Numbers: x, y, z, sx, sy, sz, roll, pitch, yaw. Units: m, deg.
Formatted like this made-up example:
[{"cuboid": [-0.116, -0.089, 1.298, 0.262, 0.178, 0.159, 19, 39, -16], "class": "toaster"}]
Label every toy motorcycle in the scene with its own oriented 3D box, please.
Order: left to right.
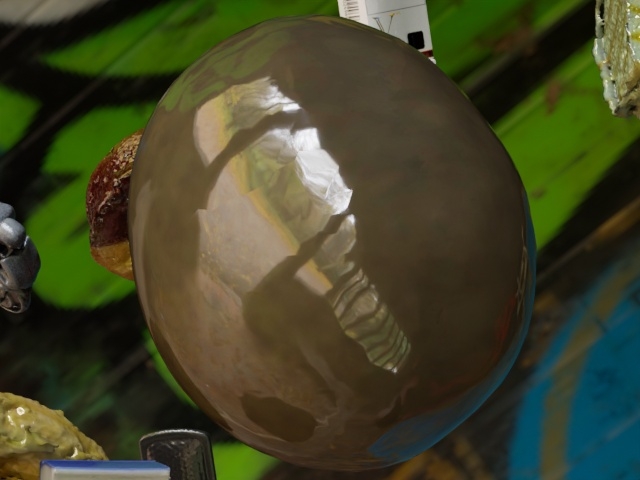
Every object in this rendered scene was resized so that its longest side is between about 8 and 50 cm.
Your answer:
[{"cuboid": [-0.330, -0.011, 1.690, 0.193, 0.124, 0.061, 54, 55, -15], "class": "toy motorcycle"}]

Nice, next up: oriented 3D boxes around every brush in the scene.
[{"cuboid": [-0.114, 0.250, 1.512, 0.016, 0.063, 0.193, -75, 160, -66], "class": "brush"}]

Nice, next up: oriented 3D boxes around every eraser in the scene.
[{"cuboid": [-0.154, 0.172, 1.247, 0.063, 0.085, 0.027, 172, -79, -73], "class": "eraser"}]

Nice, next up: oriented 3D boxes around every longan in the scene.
[{"cuboid": [0.000, 0.000, 0.935, 0.248, 0.248, 0.248, 48, 12, -14], "class": "longan"}]

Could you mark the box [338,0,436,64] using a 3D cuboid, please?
[{"cuboid": [0.059, -0.193, 1.596, 0.084, 0.040, 0.154, -18, 102, -45], "class": "box"}]

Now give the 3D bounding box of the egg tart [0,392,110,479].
[{"cuboid": [-0.279, 0.232, 1.323, 0.288, 0.288, 0.118, 44, 1, -31], "class": "egg tart"}]

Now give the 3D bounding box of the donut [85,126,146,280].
[{"cuboid": [-0.110, -0.029, 1.304, 0.140, 0.140, 0.059, 38, 18, -47], "class": "donut"}]

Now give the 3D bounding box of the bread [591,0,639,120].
[{"cuboid": [0.300, -0.176, 1.523, 0.103, 0.110, 0.156, 90, -2, -49], "class": "bread"}]
